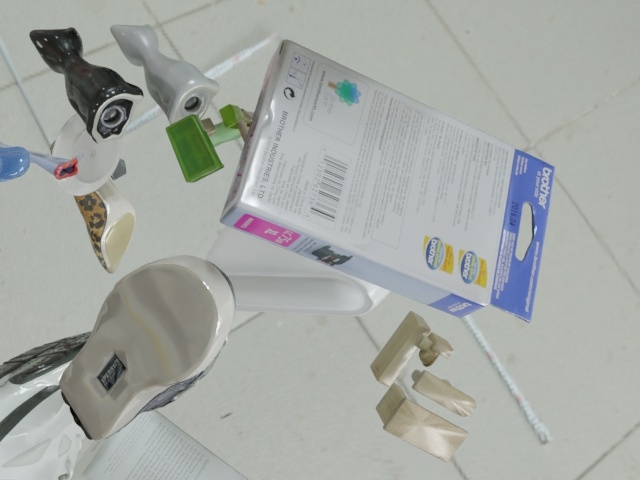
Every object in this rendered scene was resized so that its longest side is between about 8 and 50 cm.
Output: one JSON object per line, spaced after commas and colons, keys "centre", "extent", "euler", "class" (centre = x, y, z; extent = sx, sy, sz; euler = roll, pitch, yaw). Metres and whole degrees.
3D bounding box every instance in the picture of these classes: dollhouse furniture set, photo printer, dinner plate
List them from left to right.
{"centre": [-0.347, -0.133, 1.329], "extent": [0.017, 0.141, 0.141], "euler": [23, 58, 29], "class": "dinner plate"}
{"centre": [-0.101, -0.097, 0.904], "extent": [0.076, 0.152, 0.058], "euler": [-24, 89, 14], "class": "dollhouse furniture set"}
{"centre": [0.000, 0.000, 1.341], "extent": [0.256, 0.307, 0.107], "euler": [-60, 138, -39], "class": "photo printer"}
{"centre": [0.166, 0.221, 1.349], "extent": [0.123, 0.151, 0.144], "euler": [31, 101, -20], "class": "dollhouse furniture set"}

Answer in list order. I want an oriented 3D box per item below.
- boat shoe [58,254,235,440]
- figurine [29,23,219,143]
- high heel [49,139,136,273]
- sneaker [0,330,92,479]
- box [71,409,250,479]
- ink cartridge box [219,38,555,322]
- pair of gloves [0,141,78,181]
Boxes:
{"centre": [-0.158, 0.098, 0.969], "extent": [0.158, 0.340, 0.127], "euler": [-28, 82, -46], "class": "boat shoe"}
{"centre": [-0.288, -0.252, 1.286], "extent": [0.215, 0.092, 0.209], "euler": [-16, 54, -41], "class": "figurine"}
{"centre": [-0.457, -0.074, 1.730], "extent": [0.186, 0.261, 0.093], "euler": [23, 32, 28], "class": "high heel"}
{"centre": [-0.394, 0.303, 1.238], "extent": [0.447, 0.169, 0.257], "euler": [-35, 107, -54], "class": "sneaker"}
{"centre": [-0.274, 0.473, 1.653], "extent": [0.345, 0.215, 0.168], "euler": [40, 64, -9], "class": "box"}
{"centre": [0.075, -0.047, 0.849], "extent": [0.311, 0.065, 0.186], "euler": [21, 64, -14], "class": "ink cartridge box"}
{"centre": [-0.229, -0.058, 0.504], "extent": [0.159, 0.198, 0.023], "euler": [13, 98, 0], "class": "pair of gloves"}
